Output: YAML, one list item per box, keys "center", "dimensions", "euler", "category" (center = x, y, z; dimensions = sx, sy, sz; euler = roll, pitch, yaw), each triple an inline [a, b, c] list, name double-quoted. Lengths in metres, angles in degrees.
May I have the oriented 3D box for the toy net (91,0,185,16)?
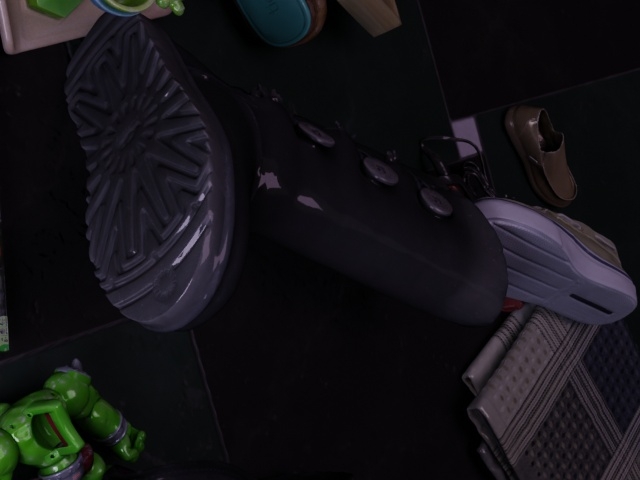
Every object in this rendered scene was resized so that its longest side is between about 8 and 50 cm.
- center: [-0.179, -0.305, 1.168]
  dimensions: [0.122, 0.045, 0.232]
  euler: [-17, 90, -40]
  category: "toy net"

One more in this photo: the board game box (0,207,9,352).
- center: [-0.325, -0.035, 1.105]
  dimensions: [0.136, 0.030, 0.260]
  euler: [0, 82, -41]
  category: "board game box"

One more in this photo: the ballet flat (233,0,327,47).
- center: [-0.088, -0.355, 1.346]
  dimensions: [0.342, 0.116, 0.124]
  euler: [57, 30, -20]
  category: "ballet flat"

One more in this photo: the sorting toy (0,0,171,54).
- center: [-0.214, -0.280, 1.216]
  dimensions: [0.208, 0.038, 0.193]
  euler: [-26, 116, -44]
  category: "sorting toy"

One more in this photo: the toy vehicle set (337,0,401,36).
- center: [0.001, -0.329, 1.361]
  dimensions: [0.267, 0.035, 0.166]
  euler: [31, 41, -62]
  category: "toy vehicle set"

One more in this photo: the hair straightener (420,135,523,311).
- center: [0.187, -0.031, 1.582]
  dimensions: [0.230, 0.047, 0.089]
  euler: [56, 50, -15]
  category: "hair straightener"

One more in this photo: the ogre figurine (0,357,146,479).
- center: [-0.223, 0.179, 1.115]
  dimensions: [0.197, 0.097, 0.118]
  euler: [-30, 115, -31]
  category: "ogre figurine"

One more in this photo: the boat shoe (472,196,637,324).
- center: [0.250, 0.012, 1.544]
  dimensions: [0.302, 0.109, 0.094]
  euler: [28, 39, -42]
  category: "boat shoe"

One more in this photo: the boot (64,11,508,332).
- center: [0.000, -0.002, 1.237]
  dimensions: [0.445, 0.146, 0.367]
  euler: [29, 30, -38]
  category: "boot"

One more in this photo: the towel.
- center: [0.303, 0.211, 1.643]
  dimensions: [0.324, 0.056, 0.312]
  euler: [-50, 118, -40]
  category: "towel"

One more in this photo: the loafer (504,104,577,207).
- center: [0.278, -0.103, 1.669]
  dimensions: [0.148, 0.050, 0.056]
  euler: [54, 51, -22]
  category: "loafer"

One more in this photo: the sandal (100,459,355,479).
- center: [-0.113, 0.224, 1.119]
  dimensions: [0.445, 0.167, 0.107]
  euler: [-6, 88, -66]
  category: "sandal"
